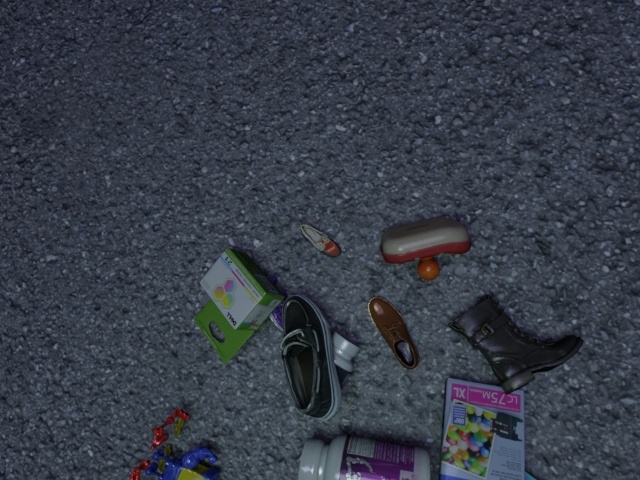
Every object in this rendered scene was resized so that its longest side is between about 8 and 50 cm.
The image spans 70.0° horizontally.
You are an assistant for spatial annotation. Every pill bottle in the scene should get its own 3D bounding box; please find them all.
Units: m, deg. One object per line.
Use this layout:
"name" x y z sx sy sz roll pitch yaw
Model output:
"pill bottle" 0.105 0.565 1.098 0.301 0.169 0.170 4 80 11
"pill bottle" 0.023 0.333 1.188 0.107 0.108 0.180 31 86 14

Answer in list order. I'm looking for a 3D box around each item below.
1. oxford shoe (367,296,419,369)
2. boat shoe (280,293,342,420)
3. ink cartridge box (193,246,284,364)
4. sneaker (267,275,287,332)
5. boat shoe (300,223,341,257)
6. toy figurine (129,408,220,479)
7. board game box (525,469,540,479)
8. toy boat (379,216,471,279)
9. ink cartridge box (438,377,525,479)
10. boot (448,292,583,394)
"oxford shoe" 0.193 0.237 1.194 0.076 0.076 0.212 -34 74 4
"boat shoe" -0.037 0.263 1.116 0.121 0.119 0.335 -35 50 16
"ink cartridge box" -0.251 0.179 1.234 0.255 0.097 0.189 -50 61 8
"sneaker" -0.118 0.175 1.266 0.071 0.068 0.170 -24 76 -1
"boat shoe" 0.000 0.000 1.288 0.137 0.043 0.049 38 86 13
"toy figurine" -0.367 0.651 1.164 0.217 0.191 0.363 24 86 9
"board game box" 0.451 0.649 1.083 0.160 0.047 0.210 35 87 15
"toy boat" 0.278 0.033 1.200 0.230 0.151 0.151 -13 108 8
"ink cartridge box" 0.378 0.497 1.075 0.185 0.065 0.311 7 65 12
"boot" 0.483 0.227 1.135 0.262 0.091 0.229 -24 62 -12
